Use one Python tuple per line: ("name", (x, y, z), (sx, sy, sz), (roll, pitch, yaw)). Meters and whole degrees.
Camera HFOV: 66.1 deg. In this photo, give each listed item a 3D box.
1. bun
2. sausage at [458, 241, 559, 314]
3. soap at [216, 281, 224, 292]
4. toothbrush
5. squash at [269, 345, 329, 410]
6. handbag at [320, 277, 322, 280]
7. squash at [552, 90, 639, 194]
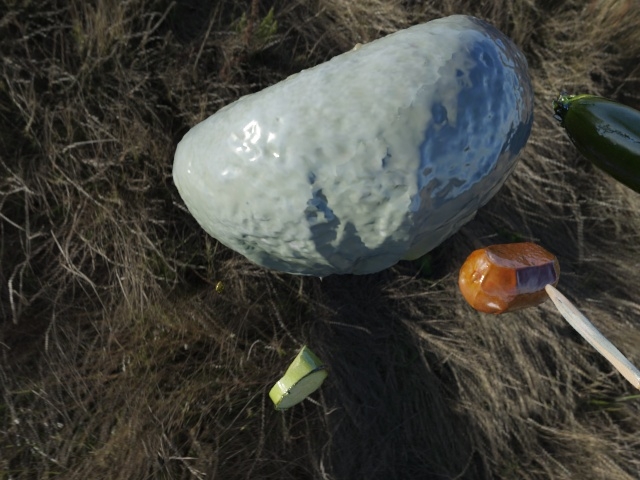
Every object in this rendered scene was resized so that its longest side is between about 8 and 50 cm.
("bun", (0.038, -0.083, 0.511), (0.362, 0.362, 0.211), (-24, 105, -26))
("sausage", (0.438, 0.085, 1.148), (0.268, 0.140, 0.153), (-5, 35, -30))
("soap", (-0.335, 0.157, 1.650), (0.012, 0.089, 0.034), (24, 78, 5))
("toothbrush", (0.450, 0.188, 0.728), (0.037, 0.028, 0.375), (-17, 39, -8))
("squash", (-0.087, 0.454, 1.628), (0.220, 0.220, 0.133), (-34, 68, -27))
("handbag", (0.000, 0.000, 1.573), (0.117, 0.270, 0.182), (-7, 60, -13))
("squash", (0.384, -0.109, 0.593), (0.087, 0.087, 0.331), (-1, 35, -18))
